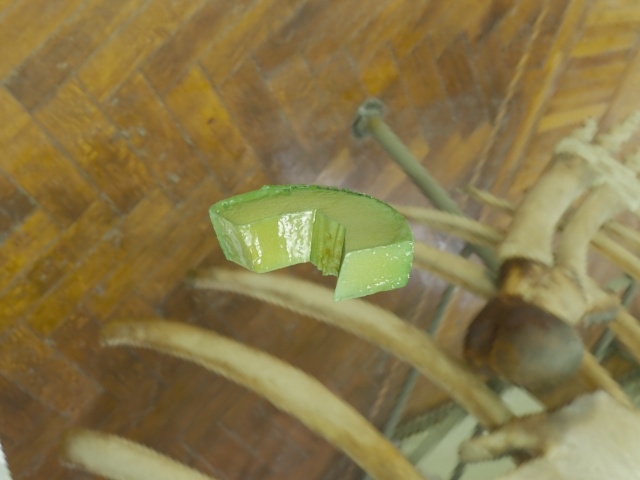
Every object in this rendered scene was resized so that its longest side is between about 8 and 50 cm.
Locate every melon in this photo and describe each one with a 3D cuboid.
[{"bbox_3d":[0.000,0.000,1.138,0.118,0.209,0.064,-25,122,-35],"label":"melon"}]
